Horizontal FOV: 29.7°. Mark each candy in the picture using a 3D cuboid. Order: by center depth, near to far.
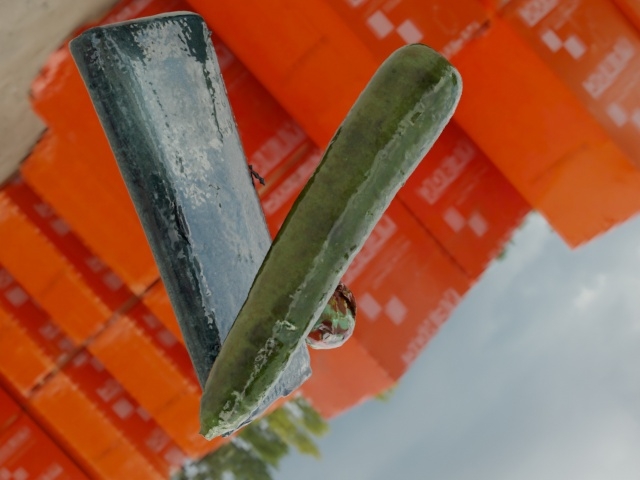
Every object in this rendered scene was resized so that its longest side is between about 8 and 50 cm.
[{"bbox_3d":[0.023,-0.005,1.522,0.084,0.078,0.287,111,-11,-85],"label":"candy"}]

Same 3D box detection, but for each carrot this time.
[{"bbox_3d":[0.000,0.000,0.959,0.358,0.074,0.074,-58,-173,-6],"label":"carrot"}]

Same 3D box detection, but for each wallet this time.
[{"bbox_3d":[-0.106,-0.026,1.118,0.046,0.379,0.191,-18,-175,28],"label":"wallet"}]
